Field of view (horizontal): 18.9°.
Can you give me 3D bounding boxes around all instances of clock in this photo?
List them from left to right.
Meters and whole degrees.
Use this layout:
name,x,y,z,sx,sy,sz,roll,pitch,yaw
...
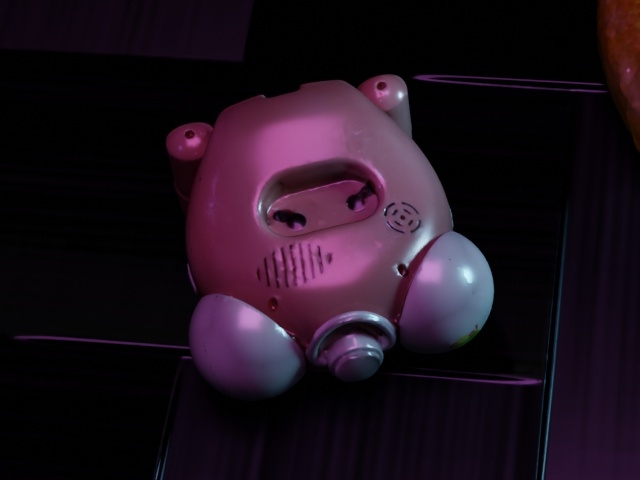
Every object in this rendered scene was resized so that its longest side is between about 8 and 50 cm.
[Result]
name,x,y,z,sx,sy,sz,roll,pitch,yaw
clock,0.000,0.000,1.038,0.165,0.093,0.162,-14,59,-4

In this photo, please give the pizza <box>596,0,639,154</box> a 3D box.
name,x,y,z,sx,sy,sz,roll,pitch,yaw
pizza,0.231,-0.155,1.135,0.134,0.056,0.271,0,55,9
